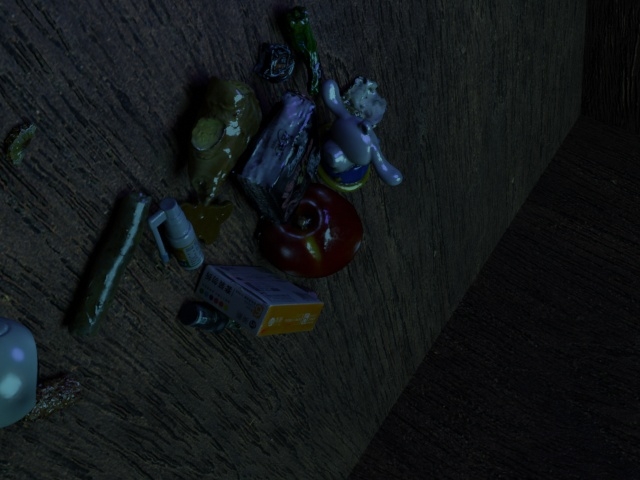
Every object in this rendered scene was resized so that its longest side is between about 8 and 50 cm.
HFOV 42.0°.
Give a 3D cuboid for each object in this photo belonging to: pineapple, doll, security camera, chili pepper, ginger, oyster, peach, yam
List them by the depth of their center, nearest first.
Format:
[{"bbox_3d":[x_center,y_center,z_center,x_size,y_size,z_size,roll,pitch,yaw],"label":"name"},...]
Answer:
[{"bbox_3d":[-0.572,0.210,1.385,0.194,0.236,0.195,-37,139,-40],"label":"security camera"},{"bbox_3d":[-0.511,-0.166,1.410,0.083,0.019,0.045,-63,156,3],"label":"pineapple"},{"bbox_3d":[-0.423,0.049,1.688,0.071,0.067,0.317,-124,-123,-87],"label":"yam"},{"bbox_3d":[-0.218,-0.212,1.771,0.270,0.123,0.219,-63,169,9],"label":"ginger"},{"bbox_3d":[-0.044,-0.458,1.900,0.065,0.122,0.279,-20,149,2],"label":"chili pepper"},{"bbox_3d":[0.047,-0.255,2.150,0.159,0.242,0.311,-31,102,-11],"label":"doll"},{"bbox_3d":[0.000,0.000,2.238,0.258,0.201,0.362,-58,152,-13],"label":"peach"},{"bbox_3d":[0.097,-0.371,2.255,0.191,0.081,0.163,24,67,-48],"label":"oyster"}]

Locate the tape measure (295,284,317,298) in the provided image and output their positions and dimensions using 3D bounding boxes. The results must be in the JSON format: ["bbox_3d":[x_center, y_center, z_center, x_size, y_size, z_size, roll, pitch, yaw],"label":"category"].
[{"bbox_3d":[-0.065,0.192,2.420,0.125,0.074,0.118,-63,153,1],"label":"tape measure"}]

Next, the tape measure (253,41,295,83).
[{"bbox_3d":[-0.102,-0.400,1.888,0.094,0.054,0.091,-5,118,-52],"label":"tape measure"}]

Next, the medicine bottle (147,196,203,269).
[{"bbox_3d":[-0.313,-0.006,1.787,0.092,0.061,0.221,-42,153,-20],"label":"medicine bottle"}]

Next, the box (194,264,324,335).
[{"bbox_3d":[-0.149,0.144,2.082,0.274,0.220,0.091,8,109,-59],"label":"box"}]

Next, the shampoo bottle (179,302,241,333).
[{"bbox_3d":[-0.270,0.197,2.080,0.057,0.063,0.207,-55,154,6],"label":"shampoo bottle"}]

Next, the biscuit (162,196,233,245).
[{"bbox_3d":[-0.283,-0.051,1.881,0.205,0.031,0.138,3,122,-60],"label":"biscuit"}]

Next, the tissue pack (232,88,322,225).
[{"bbox_3d":[-0.088,-0.191,1.959,0.332,0.123,0.245,73,42,-76],"label":"tissue pack"}]

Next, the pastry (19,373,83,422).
[{"bbox_3d":[-0.554,0.325,1.695,0.169,0.063,0.087,-22,134,-53],"label":"pastry"}]
